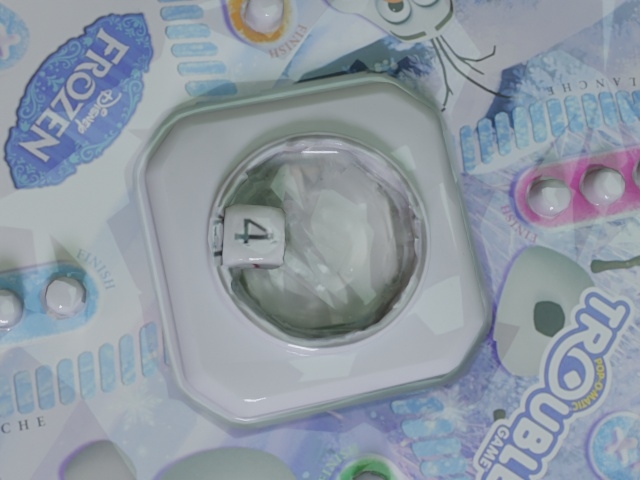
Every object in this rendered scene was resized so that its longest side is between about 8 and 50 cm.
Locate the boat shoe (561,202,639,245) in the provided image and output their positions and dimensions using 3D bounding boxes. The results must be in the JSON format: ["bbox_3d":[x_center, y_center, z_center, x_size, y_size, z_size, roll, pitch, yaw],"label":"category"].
[{"bbox_3d":[0.173,0.068,0.459,0.277,0.098,0.096,26,72,-16],"label":"boat shoe"}]

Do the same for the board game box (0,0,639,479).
[{"bbox_3d":[0.000,0.000,0.363,0.390,0.050,0.389,33,79,-1],"label":"board game box"}]
